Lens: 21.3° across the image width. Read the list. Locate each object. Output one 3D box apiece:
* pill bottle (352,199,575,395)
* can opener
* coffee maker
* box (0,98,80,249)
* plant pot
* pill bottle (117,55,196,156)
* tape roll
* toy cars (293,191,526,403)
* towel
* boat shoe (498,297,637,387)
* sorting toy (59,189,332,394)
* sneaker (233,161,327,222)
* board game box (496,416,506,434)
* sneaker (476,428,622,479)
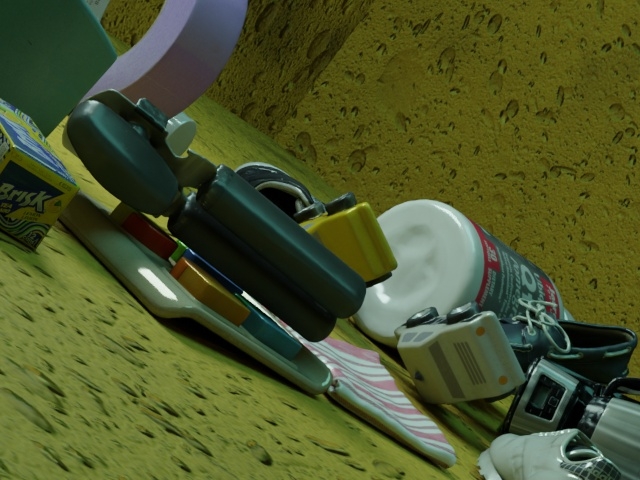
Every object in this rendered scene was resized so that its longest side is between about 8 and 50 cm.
[{"bbox_3d":[0.182,0.084,2.027,0.176,0.176,0.318,40,6,40],"label":"pill bottle"},{"bbox_3d":[-0.089,-0.013,1.327,0.280,0.074,0.093,37,36,-18],"label":"can opener"},{"bbox_3d":[0.279,0.210,1.745,0.178,0.120,0.171,24,-38,17],"label":"coffee maker"},{"bbox_3d":[-0.223,-0.056,1.187,0.059,0.054,0.169,34,6,-29],"label":"box"},{"bbox_3d":[-0.306,-0.208,1.495,0.234,0.165,0.166,42,0,-37],"label":"plant pot"},{"bbox_3d":[-0.222,-0.158,2.072,0.137,0.078,0.078,39,5,17],"label":"pill bottle"},{"bbox_3d":[-0.219,-0.269,1.975,0.275,0.275,0.090,40,5,39],"label":"tape roll"},{"bbox_3d":[0.062,0.072,1.790,0.393,0.087,0.176,42,-29,39],"label":"toy cars"},{"bbox_3d":[0.030,0.118,1.482,0.144,0.029,0.197,33,6,-30],"label":"towel"},{"bbox_3d":[0.244,0.111,1.867,0.254,0.079,0.095,15,21,-28],"label":"boat shoe"},{"bbox_3d":[-0.098,0.032,1.330,0.193,0.038,0.208,41,6,41],"label":"sorting toy"},{"bbox_3d":[0.000,0.000,2.042,0.268,0.101,0.153,30,5,-2],"label":"sneaker"},{"bbox_3d":[0.292,0.231,1.889,0.181,0.092,0.043,40,6,37],"label":"board game box"},{"bbox_3d":[0.205,0.207,1.491,0.090,0.095,0.235,34,3,-11],"label":"sneaker"}]
